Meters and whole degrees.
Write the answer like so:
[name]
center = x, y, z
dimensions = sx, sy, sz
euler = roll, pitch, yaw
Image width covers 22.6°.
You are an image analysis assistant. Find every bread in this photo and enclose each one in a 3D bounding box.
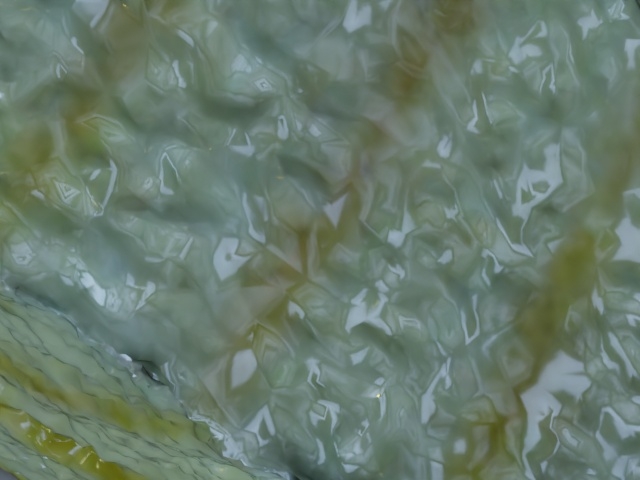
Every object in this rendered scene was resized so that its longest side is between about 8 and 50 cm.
[bread]
center = 0.005, 0.006, 0.596
dimensions = 0.395, 0.264, 0.239
euler = 36, 65, -12
